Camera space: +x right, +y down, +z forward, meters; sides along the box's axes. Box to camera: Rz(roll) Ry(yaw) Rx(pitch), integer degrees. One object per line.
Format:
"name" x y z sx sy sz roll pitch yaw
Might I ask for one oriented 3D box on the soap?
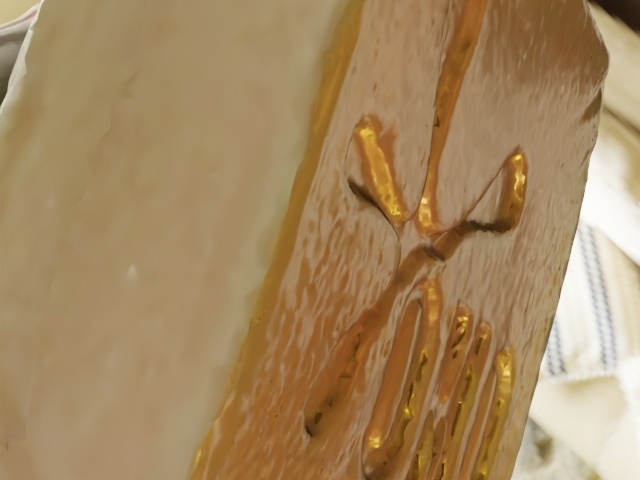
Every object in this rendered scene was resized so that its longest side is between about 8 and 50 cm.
"soap" 0.000 0.000 0.539 0.107 0.285 0.296 12 171 22

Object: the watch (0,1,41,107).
"watch" -0.213 -0.003 1.217 0.327 0.314 0.335 59 145 0
